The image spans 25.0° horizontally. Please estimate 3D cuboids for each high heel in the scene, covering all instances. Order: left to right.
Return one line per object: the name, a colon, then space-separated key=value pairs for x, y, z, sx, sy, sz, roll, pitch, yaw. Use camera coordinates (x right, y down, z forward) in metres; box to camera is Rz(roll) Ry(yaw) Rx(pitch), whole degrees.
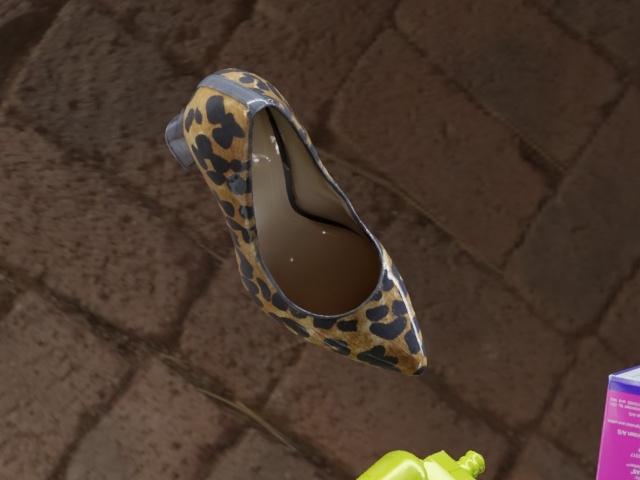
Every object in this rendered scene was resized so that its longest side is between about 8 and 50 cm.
high heel: x=0.000 y=0.000 z=0.965 sx=0.261 sy=0.186 sz=0.093 roll=47 pitch=76 yaw=-8

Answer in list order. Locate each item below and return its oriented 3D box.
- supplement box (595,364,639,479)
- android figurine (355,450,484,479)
supplement box: x=0.298 y=0.226 z=1.226 sx=0.111 sy=0.114 sz=0.220 roll=-4 pitch=102 yaw=-60
android figurine: x=0.032 y=0.258 z=1.114 sx=0.056 sy=0.248 sz=0.273 roll=39 pitch=53 yaw=24
